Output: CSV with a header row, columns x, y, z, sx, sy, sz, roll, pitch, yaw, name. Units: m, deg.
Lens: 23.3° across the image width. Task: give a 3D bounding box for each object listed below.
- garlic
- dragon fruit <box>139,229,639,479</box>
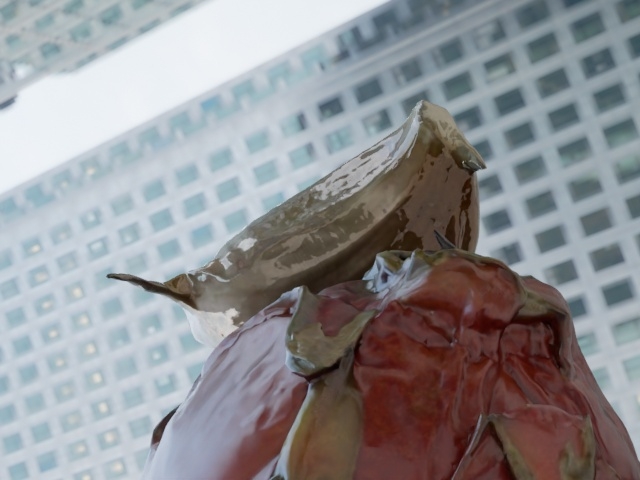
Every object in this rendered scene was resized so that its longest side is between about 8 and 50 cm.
x,y,z,sx,sy,sz,roll,pitch,yaw,name
-0.007,0.009,0.826,0.129,0.198,0.090,73,173,-52,garlic
0.031,0.174,0.726,0.277,0.277,0.343,19,-107,-52,dragon fruit
